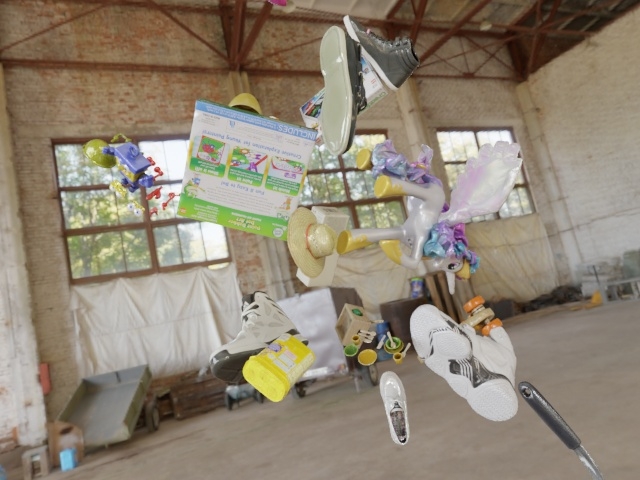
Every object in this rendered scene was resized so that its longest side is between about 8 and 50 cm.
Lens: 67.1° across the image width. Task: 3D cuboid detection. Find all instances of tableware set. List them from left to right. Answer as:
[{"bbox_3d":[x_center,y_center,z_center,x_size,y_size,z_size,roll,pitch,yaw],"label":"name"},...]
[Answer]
[{"bbox_3d":[0.139,0.269,1.207,0.154,0.024,0.104,11,46,34],"label":"tableware set"}]

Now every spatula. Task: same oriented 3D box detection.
[{"bbox_3d":[0.428,0.357,0.780,0.030,0.296,0.084,-3,-41,-45],"label":"spatula"}]

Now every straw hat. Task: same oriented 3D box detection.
[{"bbox_3d":[0.000,0.000,0.948,0.061,0.145,0.144,-9,-6,32],"label":"straw hat"}]

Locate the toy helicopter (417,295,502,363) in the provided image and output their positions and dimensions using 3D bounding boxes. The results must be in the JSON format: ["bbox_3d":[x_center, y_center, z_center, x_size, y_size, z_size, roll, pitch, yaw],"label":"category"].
[{"bbox_3d":[0.538,0.383,1.927,0.355,0.140,0.235,-31,-23,-6],"label":"toy helicopter"}]

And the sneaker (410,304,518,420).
[{"bbox_3d":[0.389,0.284,1.288,0.137,0.366,0.210,-40,4,36],"label":"sneaker"}]

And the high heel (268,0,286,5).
[{"bbox_3d":[-0.092,-0.786,1.359,0.117,0.244,0.082,30,-5,-1],"label":"high heel"}]

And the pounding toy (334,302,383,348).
[{"bbox_3d":[0.134,0.298,1.711,0.100,0.141,0.130,16,19,-20],"label":"pounding toy"}]

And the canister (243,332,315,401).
[{"bbox_3d":[-0.102,0.323,1.255,0.170,0.126,0.073,-29,-30,-59],"label":"canister"}]

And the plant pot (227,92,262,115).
[{"bbox_3d":[-0.269,-0.467,1.717,0.134,0.095,0.134,2,-32,1],"label":"plant pot"}]

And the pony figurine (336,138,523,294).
[{"bbox_3d":[0.234,-0.078,1.062,0.363,0.351,0.302,16,-6,-34],"label":"pony figurine"}]

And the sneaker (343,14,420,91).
[{"bbox_3d":[0.213,-0.653,1.594,0.146,0.296,0.105,-34,18,31],"label":"sneaker"}]

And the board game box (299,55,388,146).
[{"bbox_3d":[0.074,-0.494,1.712,0.305,0.193,0.053,-34,-39,21],"label":"board game box"}]

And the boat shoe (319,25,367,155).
[{"bbox_3d":[0.071,-0.384,1.267,0.113,0.340,0.127,4,-15,-36],"label":"boat shoe"}]

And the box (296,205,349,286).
[{"bbox_3d":[0.006,0.023,1.714,0.113,0.275,0.094,2,22,-34],"label":"box"}]

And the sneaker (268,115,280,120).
[{"bbox_3d":[-0.198,-0.262,1.456,0.262,0.099,0.121,-36,22,39],"label":"sneaker"}]

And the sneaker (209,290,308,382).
[{"bbox_3d":[-0.250,0.312,1.635,0.169,0.257,0.447,-47,-24,20],"label":"sneaker"}]

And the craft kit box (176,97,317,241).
[{"bbox_3d":[-0.155,-0.142,1.014,0.249,0.247,0.061,14,18,-9],"label":"craft kit box"}]

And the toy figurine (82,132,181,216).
[{"bbox_3d":[-0.635,-0.280,1.637,0.191,0.362,0.217,-39,-7,-34],"label":"toy figurine"}]

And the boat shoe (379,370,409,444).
[{"bbox_3d":[0.195,0.436,1.255,0.066,0.184,0.063,-3,-13,-1],"label":"boat shoe"}]
